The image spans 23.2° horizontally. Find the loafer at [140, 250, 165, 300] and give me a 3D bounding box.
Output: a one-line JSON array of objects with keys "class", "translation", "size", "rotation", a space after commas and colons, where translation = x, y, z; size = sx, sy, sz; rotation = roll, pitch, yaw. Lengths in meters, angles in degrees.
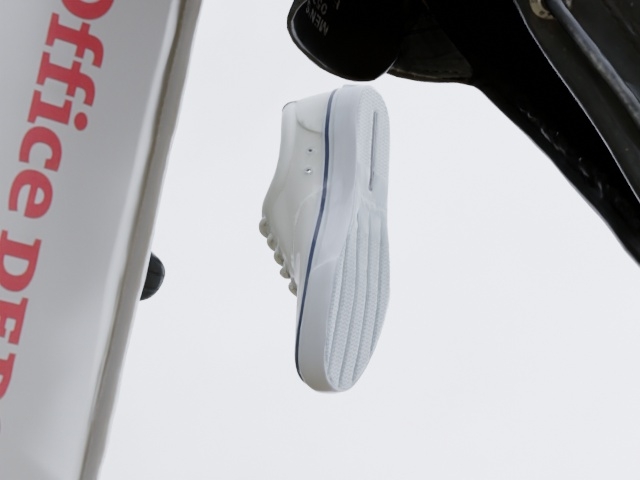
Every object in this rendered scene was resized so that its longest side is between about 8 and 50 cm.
[{"class": "loafer", "translation": [-0.201, 0.004, 1.202], "size": [0.170, 0.062, 0.061], "rotation": [18, 15, -27]}]

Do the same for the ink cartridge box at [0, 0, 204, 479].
[{"class": "ink cartridge box", "translation": [-0.266, -0.036, 0.577], "size": [0.384, 0.279, 0.160], "rotation": [16, -10, -26]}]

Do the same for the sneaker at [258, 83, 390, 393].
[{"class": "sneaker", "translation": [0.000, 0.000, 1.241], "size": [0.091, 0.258, 0.094], "rotation": [-8, -28, 30]}]

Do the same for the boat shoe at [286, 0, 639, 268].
[{"class": "boat shoe", "translation": [0.044, -0.092, 0.519], "size": [0.340, 0.113, 0.127], "rotation": [45, -8, 29]}]
